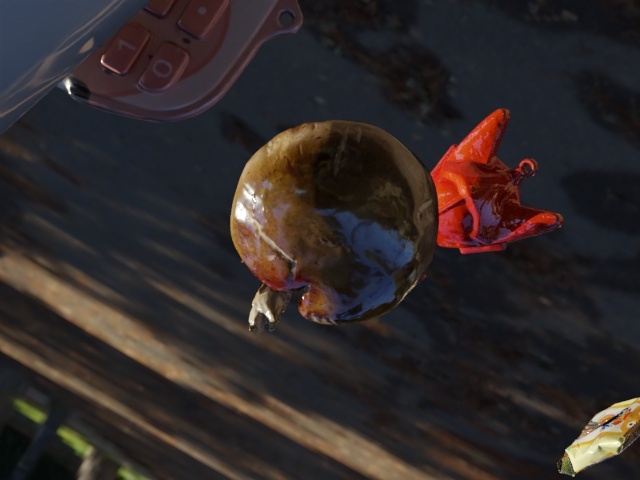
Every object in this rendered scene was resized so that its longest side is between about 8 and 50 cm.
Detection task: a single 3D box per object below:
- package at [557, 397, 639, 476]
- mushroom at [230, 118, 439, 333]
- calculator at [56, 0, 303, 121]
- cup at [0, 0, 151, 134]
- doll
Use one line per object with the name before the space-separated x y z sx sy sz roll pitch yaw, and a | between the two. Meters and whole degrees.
package | 0.316 0.204 1.457 0.031 0.108 0.121 53 139 2
mushroom | -0.001 0.001 0.887 0.135 0.080 0.170 38 123 5
calculator | -0.152 -0.201 0.837 0.330 0.220 0.048 30 168 13
cup | -0.249 -0.117 0.433 0.327 0.236 0.323 -34 118 26
doll | 0.108 -0.023 1.126 0.057 0.169 0.109 2 -119 -64
